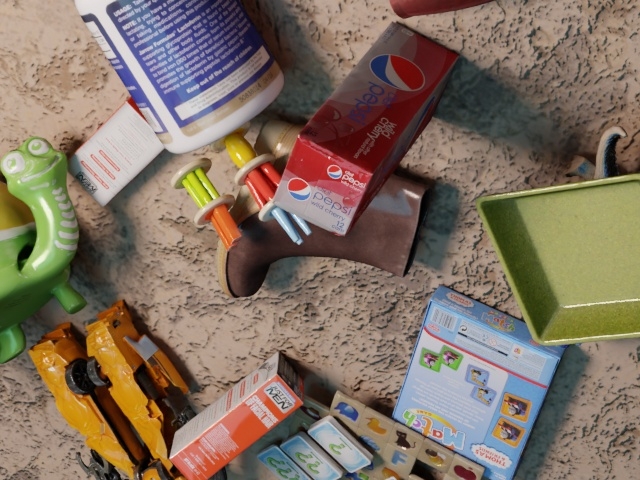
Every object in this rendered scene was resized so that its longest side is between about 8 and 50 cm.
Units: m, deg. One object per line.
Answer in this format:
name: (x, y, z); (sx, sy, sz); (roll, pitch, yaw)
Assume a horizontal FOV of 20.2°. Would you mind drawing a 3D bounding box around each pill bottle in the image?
pill bottle: (-0.164, -0.237, 1.892); (0.153, 0.153, 0.265); (-20, 110, 35)

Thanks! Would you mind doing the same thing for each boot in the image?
boot: (0.000, 0.000, 2.001); (0.207, 0.090, 0.248); (27, 124, 13)

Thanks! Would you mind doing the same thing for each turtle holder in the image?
turtle holder: (-0.428, 0.022, 2.134); (0.227, 0.243, 0.320); (60, 150, 8)

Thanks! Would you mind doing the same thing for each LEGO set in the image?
LEGO set: (0.040, 0.336, 2.205); (0.244, 0.060, 0.182); (45, 142, -9)

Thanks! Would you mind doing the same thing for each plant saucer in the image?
plant saucer: (0.273, 0.012, 1.788); (0.188, 0.045, 0.188); (-8, 120, 34)

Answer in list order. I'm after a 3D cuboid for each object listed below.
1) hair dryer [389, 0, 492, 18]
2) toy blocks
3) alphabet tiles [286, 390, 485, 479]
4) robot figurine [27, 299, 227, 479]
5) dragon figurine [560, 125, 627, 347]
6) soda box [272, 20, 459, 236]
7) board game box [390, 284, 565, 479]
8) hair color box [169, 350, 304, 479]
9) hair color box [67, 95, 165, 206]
hair dryer: (0.127, -0.313, 1.713); (0.223, 0.080, 0.293); (16, 144, 0)
toy blocks: (-0.082, -0.038, 1.946); (0.123, 0.054, 0.148); (-43, 72, 28)
alphabet tiles: (0.070, 0.274, 2.174); (0.237, 0.009, 0.198); (28, 141, 9)
robot figurine: (-0.232, 0.225, 2.270); (0.211, 0.085, 0.291); (-20, 109, 35)
dragon figurine: (0.295, -0.009, 1.853); (0.144, 0.085, 0.289); (33, 133, 2)
soda box: (0.049, -0.115, 1.793); (0.083, 0.263, 0.092); (28, 129, 6)
board game box: (0.177, 0.169, 2.057); (0.160, 0.039, 0.211); (24, 128, 11)
hair color box: (-0.099, 0.213, 2.146); (0.167, 0.093, 0.053); (-40, 101, 9)
hair color box: (-0.230, -0.107, 2.079); (0.072, 0.043, 0.141); (46, 128, -7)
